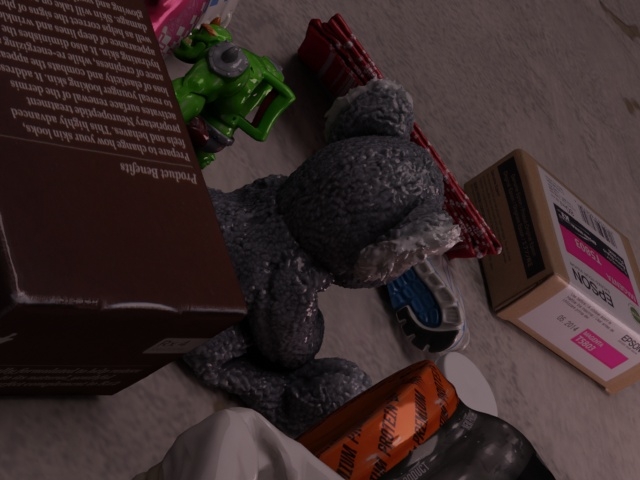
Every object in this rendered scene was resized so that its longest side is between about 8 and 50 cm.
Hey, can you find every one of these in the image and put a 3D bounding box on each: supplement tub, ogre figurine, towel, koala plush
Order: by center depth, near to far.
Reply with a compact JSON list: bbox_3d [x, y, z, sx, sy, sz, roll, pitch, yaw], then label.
[{"bbox_3d":[0.102,0.260,0.941,0.338,0.207,0.207,56,26,0],"label":"supplement tub"},{"bbox_3d":[0.000,0.000,1.053,0.203,0.221,0.196,31,35,-39],"label":"koala plush"},{"bbox_3d":[-0.087,-0.100,1.098,0.097,0.118,0.197,53,11,26],"label":"ogre figurine"},{"bbox_3d":[0.078,0.142,1.147,0.071,0.107,0.071,39,31,-29],"label":"supplement tub"},{"bbox_3d":[0.069,-0.094,1.403,0.275,0.031,0.199,55,-4,-3],"label":"towel"}]

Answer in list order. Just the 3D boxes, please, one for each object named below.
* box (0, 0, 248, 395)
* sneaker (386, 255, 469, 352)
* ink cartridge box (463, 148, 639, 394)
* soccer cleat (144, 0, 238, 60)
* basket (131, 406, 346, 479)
[{"bbox_3d":[-0.202,-0.100,0.897,0.191,0.143,0.381,8,55,-53],"label":"box"},{"bbox_3d":[0.089,0.026,1.361,0.083,0.071,0.191,32,35,-63],"label":"sneaker"},{"bbox_3d":[0.276,0.036,1.619,0.234,0.088,0.193,34,32,-38],"label":"ink cartridge box"},{"bbox_3d":[-0.121,-0.202,1.212,0.331,0.116,0.143,-72,153,-46],"label":"soccer cleat"},{"bbox_3d":[-0.027,0.313,0.600,0.331,0.266,0.328,42,29,-27],"label":"basket"}]
